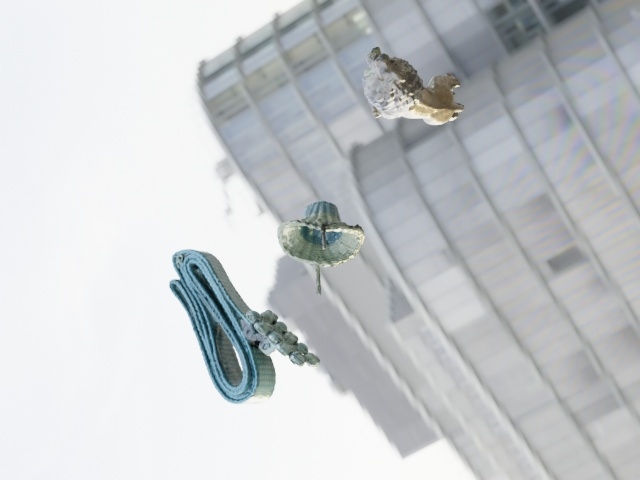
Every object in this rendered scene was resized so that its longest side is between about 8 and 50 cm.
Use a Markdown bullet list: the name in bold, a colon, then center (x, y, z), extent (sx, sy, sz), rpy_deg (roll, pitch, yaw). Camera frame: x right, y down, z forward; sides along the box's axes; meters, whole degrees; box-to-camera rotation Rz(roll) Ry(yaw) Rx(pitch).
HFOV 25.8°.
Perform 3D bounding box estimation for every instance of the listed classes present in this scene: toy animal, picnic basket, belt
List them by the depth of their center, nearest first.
- **picnic basket**: center (0.000, 0.000, 1.306), extent (0.065, 0.083, 0.083), rpy_deg (103, 173, -49)
- **toy animal**: center (0.090, -0.145, 1.383), extent (0.086, 0.069, 0.220), rpy_deg (23, -169, 28)
- **belt**: center (-0.088, 0.078, 1.436), extent (0.179, 0.100, 0.065), rpy_deg (59, -161, 16)
